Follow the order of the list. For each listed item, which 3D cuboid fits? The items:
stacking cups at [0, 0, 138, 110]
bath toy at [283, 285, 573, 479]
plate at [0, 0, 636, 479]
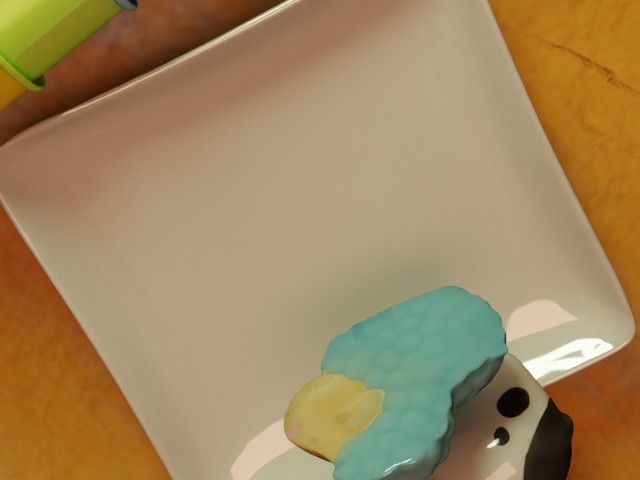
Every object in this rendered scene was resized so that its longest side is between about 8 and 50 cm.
[{"bbox_3d":[-0.093,-0.165,0.906,0.316,0.096,0.096,-37,113,3],"label":"stacking cups"},{"bbox_3d":[0.108,0.191,1.024,0.151,0.129,0.348,-30,126,6],"label":"bath toy"},{"bbox_3d":[0.000,0.000,1.004,0.277,0.045,0.278,-26,114,5],"label":"plate"}]
